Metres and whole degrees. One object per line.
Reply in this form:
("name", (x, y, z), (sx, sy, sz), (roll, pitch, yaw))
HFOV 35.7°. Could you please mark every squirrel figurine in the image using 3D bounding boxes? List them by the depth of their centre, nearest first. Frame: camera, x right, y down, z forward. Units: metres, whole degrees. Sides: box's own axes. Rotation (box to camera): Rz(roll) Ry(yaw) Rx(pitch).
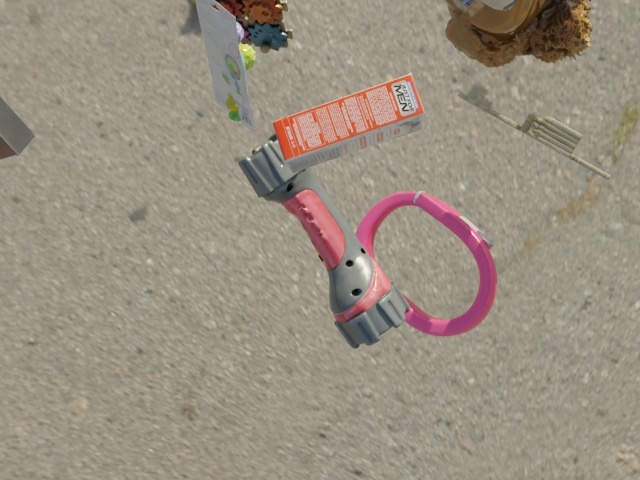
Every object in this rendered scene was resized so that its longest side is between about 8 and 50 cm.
("squirrel figurine", (0.409, -0.522, 1.865), (0.370, 0.397, 0.281), (-34, 54, -17))

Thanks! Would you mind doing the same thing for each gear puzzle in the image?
("gear puzzle", (-0.159, -0.493, 1.963), (0.175, 0.339, 0.044), (7, 58, 12))

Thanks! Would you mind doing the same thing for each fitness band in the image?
("fitness band", (0.184, 0.039, 1.753), (0.291, 0.054, 0.209), (41, 107, 26))

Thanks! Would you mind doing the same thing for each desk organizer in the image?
("desk organizer", (-0.477, -0.179, 1.419), (0.050, 0.130, 0.047), (-9, 40, 40))

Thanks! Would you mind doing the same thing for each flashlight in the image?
("flashlight", (0.000, 0.000, 1.348), (0.103, 0.103, 0.304), (-36, 99, -1))

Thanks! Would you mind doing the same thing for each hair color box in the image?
("hair color box", (0.034, -0.135, 1.158), (0.167, 0.093, 0.053), (-18, 84, 2))

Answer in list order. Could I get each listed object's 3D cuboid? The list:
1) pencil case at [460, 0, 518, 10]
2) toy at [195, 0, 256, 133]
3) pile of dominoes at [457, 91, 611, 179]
("pencil case", (0.337, -0.516, 1.425), (0.410, 0.183, 0.160), (-44, 48, 37))
("toy", (-0.149, -0.316, 1.723), (0.056, 0.237, 0.137), (-28, 47, -24))
("pile of dominoes", (0.333, -0.177, 1.530), (0.196, 0.251, 0.040), (26, 102, -15))
